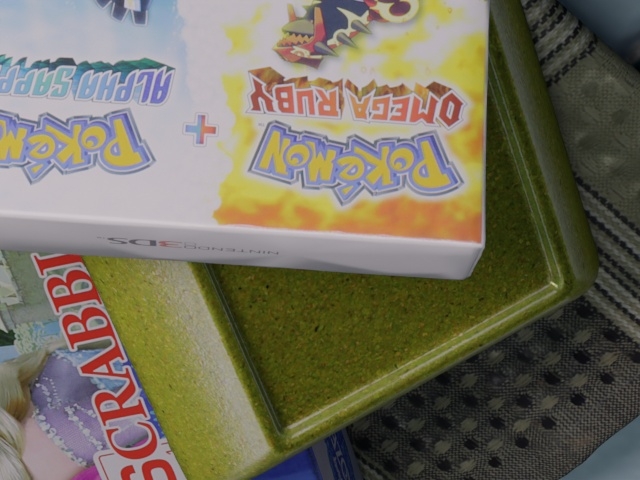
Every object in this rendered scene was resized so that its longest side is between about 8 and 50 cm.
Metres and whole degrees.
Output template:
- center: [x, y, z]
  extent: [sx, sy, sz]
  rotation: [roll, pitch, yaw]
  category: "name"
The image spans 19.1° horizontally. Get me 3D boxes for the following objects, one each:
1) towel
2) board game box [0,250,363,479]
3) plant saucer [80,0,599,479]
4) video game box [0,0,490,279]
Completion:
- center: [0.000, 0.000, 0.803]
  extent: [0.324, 0.056, 0.312]
  rotation: [40, 118, -18]
  category: "towel"
- center: [-0.151, 0.096, 0.805]
  extent: [0.318, 0.066, 0.319]
  rotation: [-12, 120, 13]
  category: "board game box"
- center: [0.011, -0.011, 0.684]
  extent: [0.188, 0.045, 0.188]
  rotation: [-28, 121, -11]
  category: "plant saucer"
- center: [-0.047, -0.087, 0.614]
  extent: [0.205, 0.187, 0.048]
  rotation: [3, 166, -3]
  category: "video game box"
